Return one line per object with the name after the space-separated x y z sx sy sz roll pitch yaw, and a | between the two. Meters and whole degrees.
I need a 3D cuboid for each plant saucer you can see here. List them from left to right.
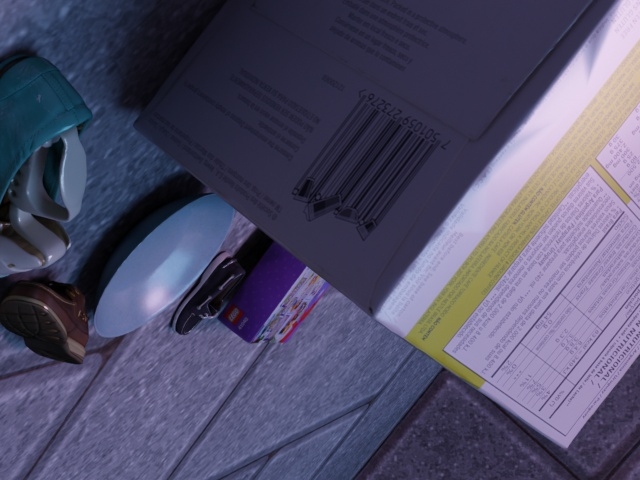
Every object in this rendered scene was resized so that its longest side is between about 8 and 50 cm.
-0.169 0.016 1.339 0.195 0.037 0.195 -44 163 -17 | plant saucer

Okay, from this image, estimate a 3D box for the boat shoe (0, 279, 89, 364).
-0.252 0.065 1.214 0.178 0.064 0.060 84 19 -71 | boat shoe

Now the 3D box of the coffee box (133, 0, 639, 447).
0.127 -0.089 1.101 0.338 0.337 0.334 -53 138 2 | coffee box

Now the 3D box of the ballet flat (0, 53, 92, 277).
-0.226 -0.028 0.994 0.083 0.087 0.247 -34 159 -41 | ballet flat

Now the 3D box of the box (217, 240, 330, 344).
0.000 0.000 1.653 0.293 0.057 0.201 -53 168 3 | box

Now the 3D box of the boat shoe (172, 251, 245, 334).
-0.133 0.071 1.562 0.125 0.038 0.046 -54 164 20 | boat shoe
